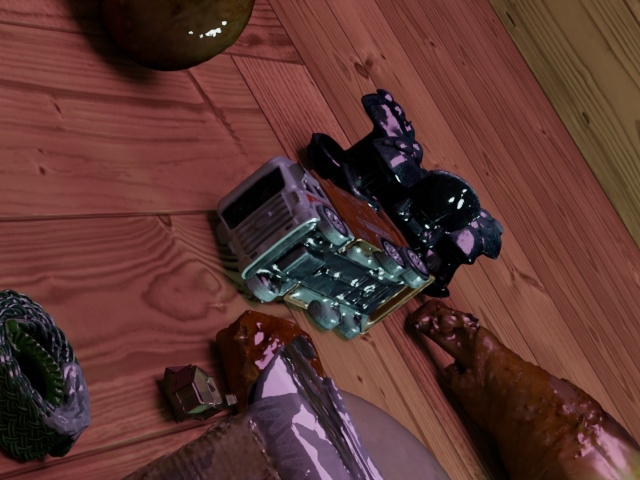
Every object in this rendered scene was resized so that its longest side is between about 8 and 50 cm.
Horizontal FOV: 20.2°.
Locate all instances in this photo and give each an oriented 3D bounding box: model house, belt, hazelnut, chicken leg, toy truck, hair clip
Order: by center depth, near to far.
[{"bbox_3d":[-0.252,0.114,1.564,0.121,0.079,0.151,7,53,-63],"label":"belt"},{"bbox_3d":[-0.128,0.148,1.813,0.083,0.057,0.058,4,59,-61],"label":"model house"},{"bbox_3d":[-0.186,-0.308,2.175,0.208,0.208,0.208,45,24,-26],"label":"hazelnut"},{"bbox_3d":[0.000,0.000,2.199,0.305,0.136,0.162,27,28,-56],"label":"toy truck"},{"bbox_3d":[0.280,0.239,2.471,0.409,0.182,0.295,43,10,11],"label":"chicken leg"},{"bbox_3d":[0.117,-0.046,2.477,0.310,0.194,0.206,47,11,-17],"label":"hair clip"}]

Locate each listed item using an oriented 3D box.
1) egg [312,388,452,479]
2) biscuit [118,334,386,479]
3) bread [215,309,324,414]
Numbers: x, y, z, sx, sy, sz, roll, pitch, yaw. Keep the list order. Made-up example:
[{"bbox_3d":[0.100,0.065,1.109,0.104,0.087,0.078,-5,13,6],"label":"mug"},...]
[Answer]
[{"bbox_3d":[0.014,0.310,1.575,0.336,0.278,0.278,59,21,11],"label":"egg"},{"bbox_3d":[-0.097,0.228,1.433,0.186,0.309,0.079,61,11,11],"label":"biscuit"},{"bbox_3d":[-0.031,0.203,1.915,0.139,0.077,0.271,24,40,-49],"label":"bread"}]
